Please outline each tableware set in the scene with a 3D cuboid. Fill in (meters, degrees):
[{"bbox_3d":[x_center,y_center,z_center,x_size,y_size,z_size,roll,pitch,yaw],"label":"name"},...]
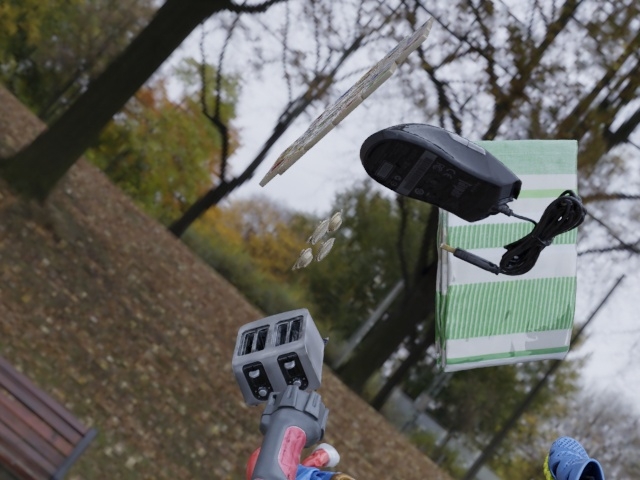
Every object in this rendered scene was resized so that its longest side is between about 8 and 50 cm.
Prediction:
[{"bbox_3d":[0.000,0.000,2.280,0.020,0.141,0.168,34,26,16],"label":"tableware set"}]

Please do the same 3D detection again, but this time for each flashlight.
[{"bbox_3d":[-0.045,0.326,1.423,0.103,0.103,0.304,58,23,-19],"label":"flashlight"}]

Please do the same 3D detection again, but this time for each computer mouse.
[{"bbox_3d":[0.161,-0.052,1.178,0.262,0.060,0.184,21,-35,-4],"label":"computer mouse"}]

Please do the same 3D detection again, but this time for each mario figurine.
[{"bbox_3d":[-0.026,0.503,1.999,0.198,0.170,0.320,0,2,-27],"label":"mario figurine"}]

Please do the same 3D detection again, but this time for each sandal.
[{"bbox_3d":[0.570,0.524,2.181,0.126,0.138,0.317,15,26,-7],"label":"sandal"}]

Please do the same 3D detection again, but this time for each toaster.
[{"bbox_3d":[-0.081,0.237,2.088,0.186,0.168,0.110,-83,155,-61],"label":"toaster"}]

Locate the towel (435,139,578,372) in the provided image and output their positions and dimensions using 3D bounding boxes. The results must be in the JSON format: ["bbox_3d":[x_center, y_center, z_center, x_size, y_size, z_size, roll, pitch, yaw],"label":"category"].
[{"bbox_3d":[0.267,0.018,1.454,0.247,0.325,0.038,-2,3,-25],"label":"towel"}]

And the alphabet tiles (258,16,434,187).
[{"bbox_3d":[0.041,-0.216,1.563,0.011,0.342,0.285,46,22,-9],"label":"alphabet tiles"}]
